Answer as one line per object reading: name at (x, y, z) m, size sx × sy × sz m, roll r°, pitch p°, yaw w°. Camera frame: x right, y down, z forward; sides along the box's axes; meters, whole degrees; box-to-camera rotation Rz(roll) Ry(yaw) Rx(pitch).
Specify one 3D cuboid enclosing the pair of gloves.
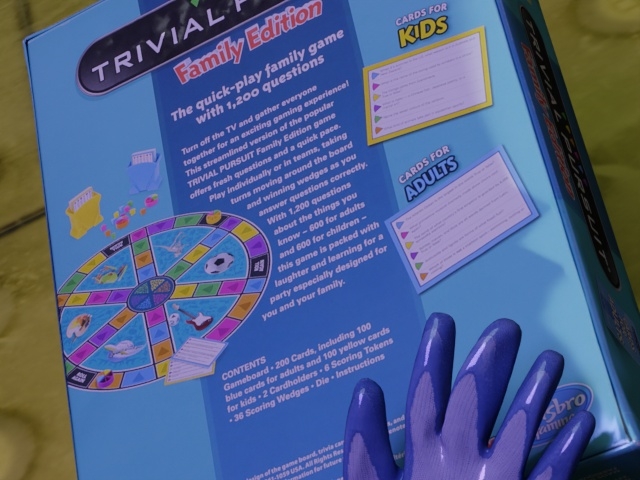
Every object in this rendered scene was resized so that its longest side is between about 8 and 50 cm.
pair of gloves at (0.096, 0.119, 0.636) m, size 0.198 × 0.159 × 0.023 m, roll 15°, pitch 11°, yaw 19°

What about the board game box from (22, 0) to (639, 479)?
board game box at (0.000, 0.000, 0.794) m, size 0.253 × 0.079 × 0.336 m, roll -24°, pitch 57°, yaw 20°
